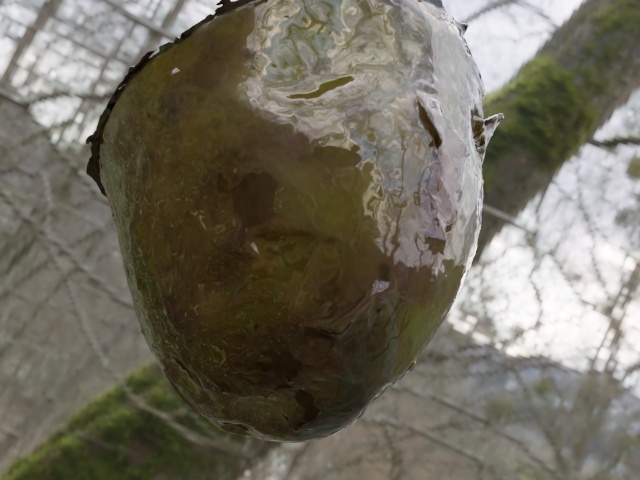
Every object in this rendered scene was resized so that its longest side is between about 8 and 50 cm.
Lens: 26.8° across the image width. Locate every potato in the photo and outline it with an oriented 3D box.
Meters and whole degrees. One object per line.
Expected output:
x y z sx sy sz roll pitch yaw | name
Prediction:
0.000 0.000 0.937 0.301 0.289 0.237 4 42 -21 | potato
